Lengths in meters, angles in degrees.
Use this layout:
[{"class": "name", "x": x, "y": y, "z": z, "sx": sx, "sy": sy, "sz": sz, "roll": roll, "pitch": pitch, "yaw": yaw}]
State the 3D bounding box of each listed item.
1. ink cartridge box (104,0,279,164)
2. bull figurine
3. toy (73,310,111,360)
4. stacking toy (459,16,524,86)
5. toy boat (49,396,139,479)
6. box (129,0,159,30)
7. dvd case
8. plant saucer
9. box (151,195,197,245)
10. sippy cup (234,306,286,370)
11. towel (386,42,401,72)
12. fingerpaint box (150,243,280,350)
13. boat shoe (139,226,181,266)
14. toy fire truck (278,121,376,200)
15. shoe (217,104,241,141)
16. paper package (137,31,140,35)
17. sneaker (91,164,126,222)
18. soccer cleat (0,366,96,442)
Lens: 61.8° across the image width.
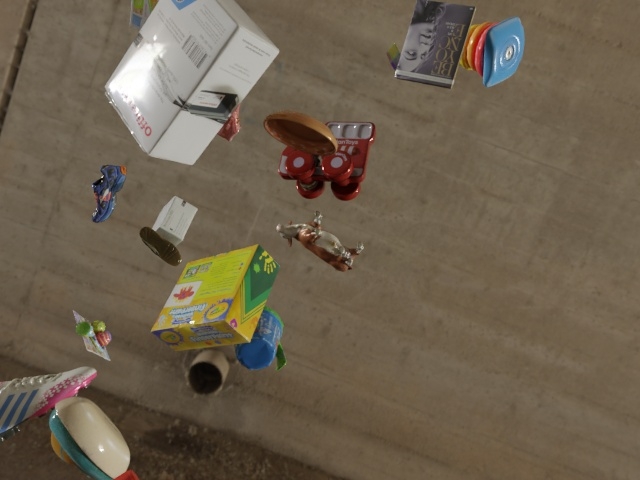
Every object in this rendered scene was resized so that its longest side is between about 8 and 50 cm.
[{"class": "ink cartridge box", "x": -0.340, "y": -0.436, "z": 1.371, "sx": 0.285, "sy": 0.395, "sz": 0.166, "roll": 53, "pitch": 22, "yaw": 24}, {"class": "bull figurine", "x": 0.000, "y": 0.000, "z": 1.880, "sx": 0.310, "sy": 0.101, "sz": 0.188, "roll": 31, "pitch": -26, "yaw": -8}, {"class": "toy", "x": -0.713, "y": 0.301, "z": 1.716, "sx": 0.137, "sy": 0.056, "sz": 0.237, "roll": 62, "pitch": -11, "yaw": 16}, {"class": "stacking toy", "x": 0.445, "y": -0.591, "z": 1.630, "sx": 0.166, "sy": 0.175, "sz": 0.302, "roll": -32, "pitch": 40, "yaw": -28}, {"class": "toy boat", "x": -0.536, "y": 0.510, "z": 1.239, "sx": 0.318, "sy": 0.148, "sz": 0.267, "roll": 32, "pitch": -30, "yaw": 46}, {"class": "box", "x": -0.524, "y": -0.768, "z": 1.700, "sx": 0.114, "sy": 0.203, "sz": 0.103, "roll": 22, "pitch": 40, "yaw": 1}, {"class": "dvd case", "x": 0.311, "y": -0.539, "z": 1.463, "sx": 0.165, "sy": 0.221, "sz": 0.018, "roll": 18, "pitch": 7, "yaw": 21}, {"class": "plant saucer", "x": -0.047, "y": -0.276, "z": 1.363, "sx": 0.200, "sy": 0.037, "sz": 0.200, "roll": 19, "pitch": -10, "yaw": 4}, {"class": "box", "x": -0.669, "y": -0.073, "z": 2.408, "sx": 0.119, "sy": 0.181, "sz": 0.182, "roll": 32, "pitch": -34, "yaw": -23}, {"class": "sippy cup", "x": -0.277, "y": 0.431, "z": 2.311, "sx": 0.306, "sy": 0.240, "sz": 0.224, "roll": 12, "pitch": 19, "yaw": -10}, {"class": "towel", "x": 0.236, "y": -0.567, "z": 1.671, "sx": 0.009, "sy": 0.083, "sz": 0.060, "roll": -24, "pitch": -5, "yaw": -24}, {"class": "fingerpaint box", "x": -0.423, "y": 0.240, "z": 2.181, "sx": 0.445, "sy": 0.371, "sz": 0.163, "roll": -14, "pitch": -49, "yaw": 35}, {"class": "boat shoe", "x": -0.479, "y": 0.017, "z": 1.605, "sx": 0.152, "sy": 0.056, "sz": 0.049, "roll": 48, "pitch": -19, "yaw": -13}, {"class": "toy fire truck", "x": 0.021, "y": -0.282, "z": 1.769, "sx": 0.302, "sy": 0.253, "sz": 0.169, "roll": 5, "pitch": -22, "yaw": 18}, {"class": "shoe", "x": -0.323, "y": -0.457, "z": 2.003, "sx": 0.081, "sy": 0.178, "sz": 0.063, "roll": 34, "pitch": 19, "yaw": -14}, {"class": "paper package", "x": -0.557, "y": -0.610, "z": 1.994, "sx": 0.310, "sy": 0.324, "sz": 0.168, "roll": 20, "pitch": 3, "yaw": 27}, {"class": "sneaker", "x": -0.719, "y": -0.160, "z": 1.774, "sx": 0.087, "sy": 0.221, "sz": 0.083, "roll": 18, "pitch": 19, "yaw": -31}, {"class": "soccer cleat", "x": -0.778, "y": 0.411, "z": 1.432, "sx": 0.143, "sy": 0.331, "sz": 0.116, "roll": 59, "pitch": -23, "yaw": -2}]
